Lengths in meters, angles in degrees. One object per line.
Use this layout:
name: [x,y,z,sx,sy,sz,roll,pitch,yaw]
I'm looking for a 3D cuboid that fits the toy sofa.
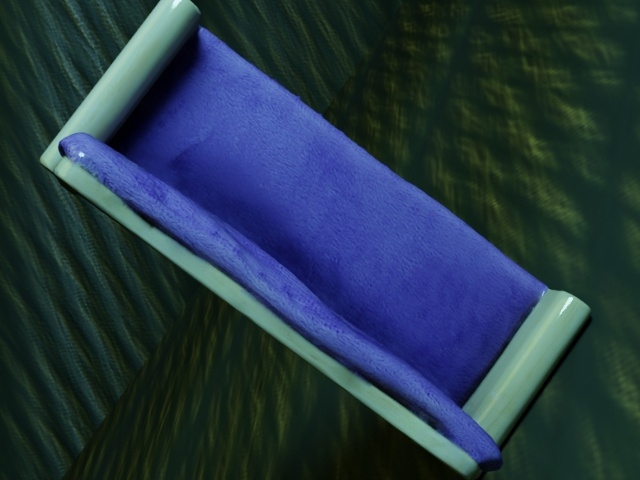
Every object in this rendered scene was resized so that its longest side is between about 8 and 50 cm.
toy sofa: [0.000,0.000,0.776,0.150,0.363,0.177,-54,6,-7]
